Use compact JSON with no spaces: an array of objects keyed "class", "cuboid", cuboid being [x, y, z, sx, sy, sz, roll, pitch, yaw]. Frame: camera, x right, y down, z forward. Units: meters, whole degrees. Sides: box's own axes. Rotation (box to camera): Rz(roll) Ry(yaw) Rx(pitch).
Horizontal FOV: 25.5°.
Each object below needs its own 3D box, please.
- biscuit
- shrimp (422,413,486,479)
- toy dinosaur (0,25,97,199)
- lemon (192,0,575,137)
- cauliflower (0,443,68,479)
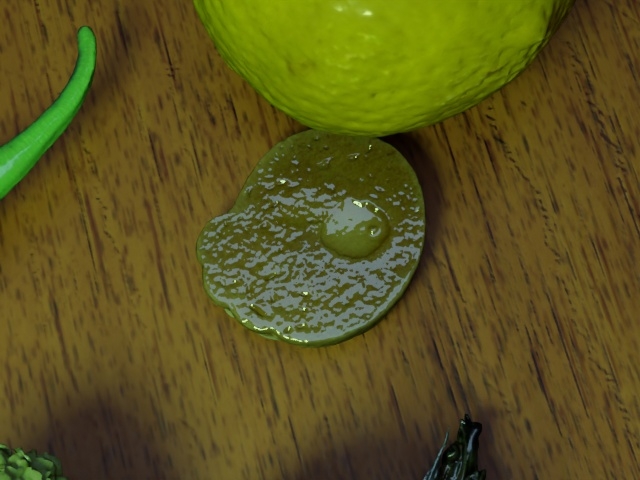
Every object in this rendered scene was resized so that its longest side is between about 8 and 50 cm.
[{"class":"biscuit","cuboid":[0.000,0.000,1.254,0.181,0.049,0.208,32,74,11]},{"class":"shrimp","cuboid":[0.152,0.285,1.159,0.198,0.051,0.262,15,74,-1]},{"class":"toy dinosaur","cuboid":[-0.446,-0.015,1.249,0.374,0.144,0.500,19,68,20]},{"class":"lemon","cuboid":[0.061,-0.264,1.182,0.349,0.387,0.350,7,67,-17]},{"class":"cauliflower","cuboid":[-0.261,0.309,1.060,0.327,0.281,0.260,-14,71,-37]}]
